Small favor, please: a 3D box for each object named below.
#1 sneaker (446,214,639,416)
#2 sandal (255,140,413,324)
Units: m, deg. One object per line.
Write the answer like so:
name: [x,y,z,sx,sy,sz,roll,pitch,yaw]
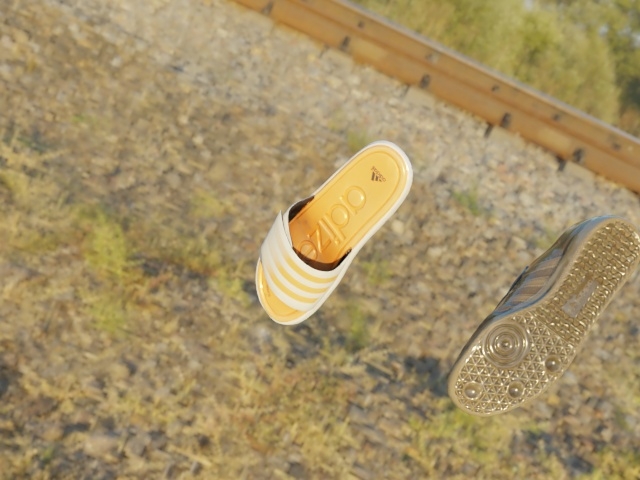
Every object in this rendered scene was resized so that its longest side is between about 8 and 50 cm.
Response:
sneaker: [0.166,0.058,0.781,0.066,0.188,0.071,47,-6,-6]
sandal: [-0.006,-0.008,1.139,0.102,0.265,0.076,48,31,16]
